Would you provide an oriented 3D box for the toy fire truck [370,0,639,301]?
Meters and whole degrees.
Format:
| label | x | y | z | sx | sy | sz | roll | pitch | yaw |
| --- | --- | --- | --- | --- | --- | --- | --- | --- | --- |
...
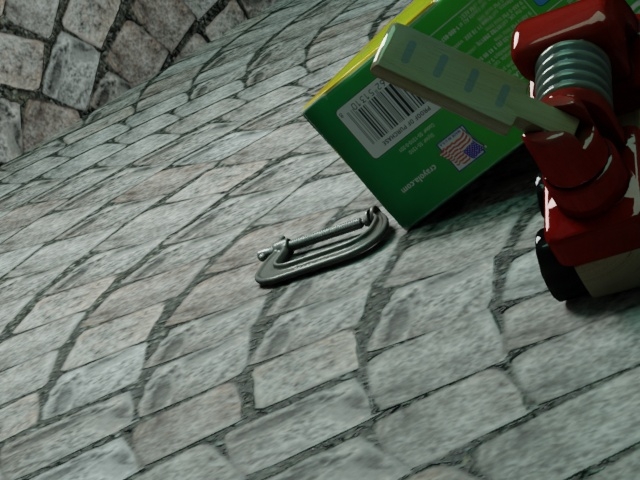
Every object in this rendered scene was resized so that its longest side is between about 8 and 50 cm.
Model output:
| label | x | y | z | sx | sy | sz | roll | pitch | yaw |
| --- | --- | --- | --- | --- | --- | --- | --- | --- | --- |
| toy fire truck | 0.163 | -0.102 | 1.309 | 0.158 | 0.246 | 0.217 | -17 | 43 | 23 |

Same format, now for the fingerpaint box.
| label | x | y | z | sx | sy | sz | roll | pitch | yaw |
| --- | --- | --- | --- | --- | --- | --- | --- | --- | --- |
| fingerpaint box | 0.240 | -0.248 | 1.719 | 0.445 | 0.163 | 0.371 | -38 | 7 | 29 |

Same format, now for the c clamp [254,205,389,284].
| label | x | y | z | sx | sy | sz | roll | pitch | yaw |
| --- | --- | --- | --- | --- | --- | --- | --- | --- | --- |
| c clamp | 0.000 | 0.000 | 1.729 | 0.161 | 0.022 | 0.137 | -16 | 16 | 28 |
